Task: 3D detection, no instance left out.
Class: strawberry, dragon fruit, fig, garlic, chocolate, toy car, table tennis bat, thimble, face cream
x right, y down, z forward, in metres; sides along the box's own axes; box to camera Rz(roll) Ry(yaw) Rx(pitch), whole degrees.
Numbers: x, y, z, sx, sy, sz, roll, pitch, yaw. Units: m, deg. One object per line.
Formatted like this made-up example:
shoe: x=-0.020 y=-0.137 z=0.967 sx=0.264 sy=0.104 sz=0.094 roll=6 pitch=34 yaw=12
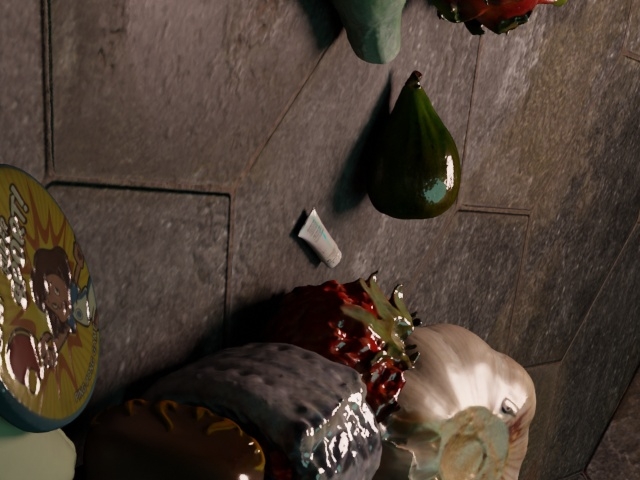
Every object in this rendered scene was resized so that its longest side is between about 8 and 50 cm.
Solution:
strawberry: x=-0.018 y=0.150 z=1.882 sx=0.280 sy=0.150 sz=0.253 roll=-39 pitch=-164 yaw=38
dragon fruit: x=0.188 y=-0.307 z=1.881 sx=0.269 sy=0.198 sz=0.200 roll=103 pitch=11 yaw=-55
fig: x=0.111 y=-0.114 z=1.986 sx=0.117 sy=0.117 sz=0.177 roll=-7 pitch=95 yaw=-63
garlic: x=0.145 y=0.257 z=2.198 sx=0.322 sy=0.241 sz=0.322 roll=-33 pitch=142 yaw=-30
chocolate: x=0.047 y=-0.293 z=1.685 sx=0.110 sy=0.110 sz=0.291 roll=-54 pitch=155 yaw=-27
toy car: x=-0.163 y=0.302 z=1.503 sx=0.340 sy=0.271 sz=0.240 roll=-75 pitch=-178 yaw=-69
table tennis bat: x=-0.256 y=0.031 z=1.299 sx=0.329 sy=0.044 sz=0.215 roll=48 pitch=35 yaw=-58
thimble: x=-0.069 y=0.215 z=1.710 sx=0.157 sy=0.245 sz=0.217 roll=-31 pitch=104 yaw=-53
face cream: x=0.000 y=0.000 z=1.932 sx=0.038 sy=0.020 sz=0.115 roll=-60 pitch=154 yaw=-13

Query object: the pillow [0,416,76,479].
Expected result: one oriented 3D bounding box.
pillow: x=-0.333 y=0.244 z=1.327 sx=0.322 sy=0.120 sz=0.255 roll=-58 pitch=150 yaw=-20
